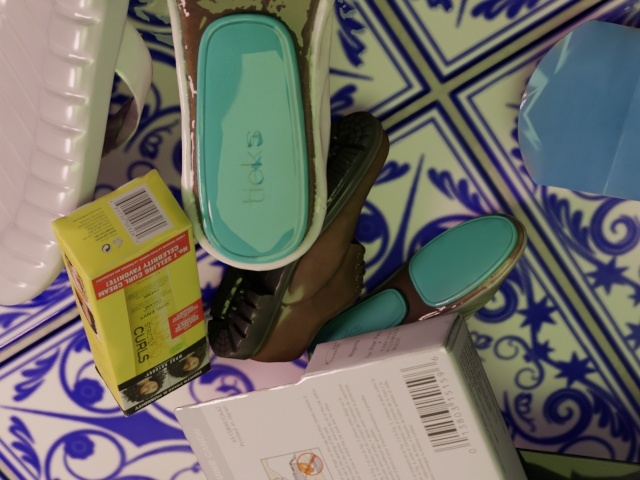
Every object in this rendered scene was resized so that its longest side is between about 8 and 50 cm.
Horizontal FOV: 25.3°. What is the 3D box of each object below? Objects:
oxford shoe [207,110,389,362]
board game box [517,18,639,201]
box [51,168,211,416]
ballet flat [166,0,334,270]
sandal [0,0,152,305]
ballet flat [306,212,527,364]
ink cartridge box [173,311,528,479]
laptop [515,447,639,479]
[{"bbox_3d":[0.000,0.000,1.122,0.096,0.083,0.227,15,117,-32],"label":"oxford shoe"},{"bbox_3d":[0.230,-0.101,1.094,0.168,0.033,0.133,8,112,-12],"label":"board game box"},{"bbox_3d":[-0.135,0.045,1.064,0.087,0.058,0.232,-28,153,-17],"label":"box"},{"bbox_3d":[-0.042,-0.181,0.985,0.139,0.139,0.400,2,107,-3],"label":"ballet flat"},{"bbox_3d":[-0.177,-0.126,1.020,0.102,0.169,0.416,-12,135,-43],"label":"sandal"},{"bbox_3d":[0.084,0.052,1.157,0.213,0.072,0.068,-35,141,16],"label":"ballet flat"},{"bbox_3d":[0.045,0.209,1.154,0.238,0.060,0.275,-14,112,24],"label":"ink cartridge box"},{"bbox_3d":[0.253,0.249,1.240,0.264,0.136,0.234,-23,127,-39],"label":"laptop"}]
